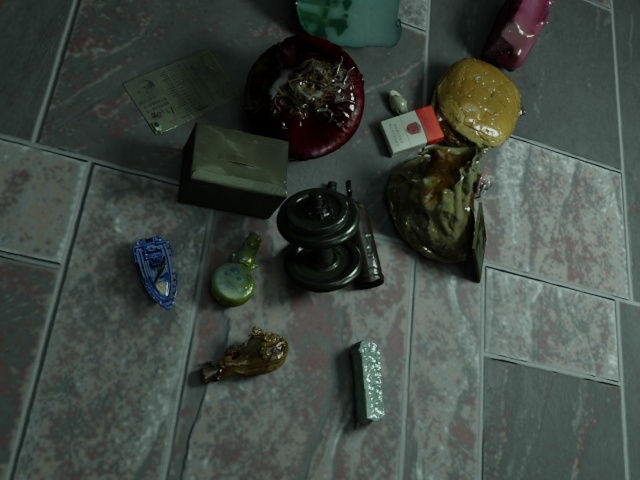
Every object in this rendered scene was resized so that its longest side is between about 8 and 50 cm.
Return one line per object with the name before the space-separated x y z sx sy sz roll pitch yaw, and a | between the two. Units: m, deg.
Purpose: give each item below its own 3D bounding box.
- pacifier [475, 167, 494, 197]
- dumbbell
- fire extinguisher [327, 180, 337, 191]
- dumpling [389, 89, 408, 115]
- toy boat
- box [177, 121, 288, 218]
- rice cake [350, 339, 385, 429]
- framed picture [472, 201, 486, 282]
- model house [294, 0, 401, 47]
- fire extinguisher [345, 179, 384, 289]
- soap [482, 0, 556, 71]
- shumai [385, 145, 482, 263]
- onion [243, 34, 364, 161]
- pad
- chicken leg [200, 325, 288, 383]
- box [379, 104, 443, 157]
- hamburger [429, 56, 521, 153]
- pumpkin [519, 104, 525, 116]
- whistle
pacifier | 0.446 -0.167 2.063 0.078 0.082 0.099 22 31 21
dumbbell | 0.000 0.000 1.699 0.191 0.290 0.192 -4 43 4
fire extinguisher | 0.030 -0.110 1.879 0.038 0.025 0.083 26 60 -39
dumpling | 0.224 -0.387 2.059 0.077 0.043 0.059 42 42 15
toy boat | -0.355 0.067 1.600 0.091 0.110 0.175 -11 77 -26
box | -0.206 -0.163 1.725 0.231 0.155 0.149 9 67 -19
rice cake | 0.111 0.336 1.719 0.063 0.069 0.207 4 68 -22
framed picture | 0.420 0.009 1.919 0.010 0.201 0.136 4 63 19
model house | 0.075 -0.733 2.050 0.294 0.252 0.329 -1 46 0
fire extinguisher | 0.098 -0.016 1.835 0.072 0.089 0.268 -12 74 -1
soap | 0.604 -0.658 2.228 0.127 0.220 0.325 26 63 -2
shumai | 0.339 -0.111 1.878 0.266 0.262 0.314 -17 79 -26
onion | -0.041 -0.351 1.832 0.313 0.232 0.314 0 93 0
pad | -0.343 -0.380 1.833 0.265 0.009 0.160 -32 85 -30
chicken leg | -0.168 0.261 1.621 0.207 0.101 0.085 -16 47 -18
box | 0.250 -0.300 2.006 0.152 0.048 0.100 -18 80 -8
hamburger | 0.446 -0.384 2.095 0.259 0.144 0.283 26 68 -15
pumpkin | 0.572 -0.417 2.223 0.073 0.035 0.101 -16 81 -16
whistle | -0.190 0.067 1.708 0.104 0.057 0.198 26 55 -6
